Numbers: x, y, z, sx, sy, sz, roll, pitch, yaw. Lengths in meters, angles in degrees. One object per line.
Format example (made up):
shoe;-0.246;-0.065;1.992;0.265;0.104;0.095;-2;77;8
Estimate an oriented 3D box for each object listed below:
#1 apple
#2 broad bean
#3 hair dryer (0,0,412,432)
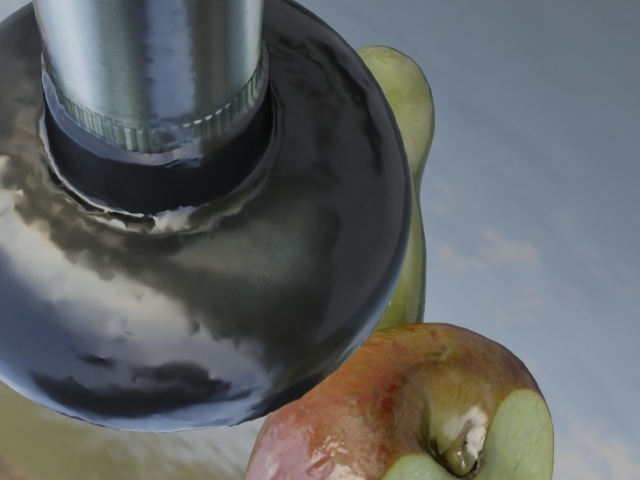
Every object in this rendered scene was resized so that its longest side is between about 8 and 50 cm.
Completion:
apple;0.041;0.140;1.072;0.160;0.195;0.173;32;136;31
broad bean;0.000;0.000;1.206;0.121;0.263;0.189;7;171;-34
hair dryer;0.041;-0.079;0.464;0.284;0.156;0.320;3;150;-11
